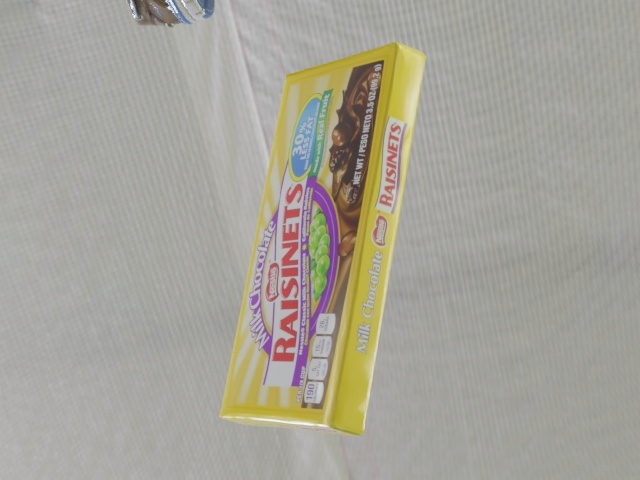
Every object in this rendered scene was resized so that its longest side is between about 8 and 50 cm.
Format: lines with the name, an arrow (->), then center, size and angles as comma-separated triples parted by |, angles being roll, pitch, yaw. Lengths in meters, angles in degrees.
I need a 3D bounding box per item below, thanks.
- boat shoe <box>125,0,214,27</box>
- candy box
boat shoe -> -0.137, -0.211, 0.844 | 0.066, 0.066, 0.183 | -16, -49, 15
candy box -> 0.000, 0.000, 0.690 | 0.027, 0.206, 0.105 | 18, -15, -33
